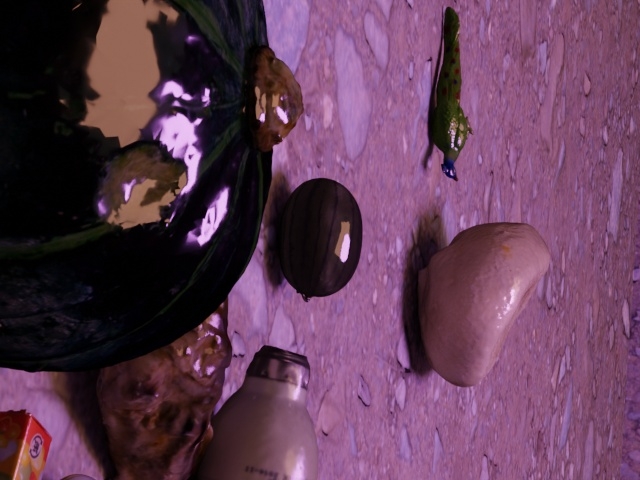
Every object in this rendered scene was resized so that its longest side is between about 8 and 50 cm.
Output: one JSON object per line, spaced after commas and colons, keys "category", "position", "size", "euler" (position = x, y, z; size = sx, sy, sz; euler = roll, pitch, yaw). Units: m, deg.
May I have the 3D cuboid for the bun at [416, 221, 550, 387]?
{"category": "bun", "position": [0.172, 0.062, 1.962], "size": [0.222, 0.127, 0.222], "euler": [-60, 174, -11]}

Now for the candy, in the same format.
{"category": "candy", "position": [-0.197, 0.156, 0.958], "size": [0.038, 0.062, 0.122], "euler": [60, 35, -57]}

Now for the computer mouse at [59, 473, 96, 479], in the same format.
{"category": "computer mouse", "position": [-0.167, 0.248, 1.079], "size": [0.102, 0.044, 0.199], "euler": [52, 43, -61]}

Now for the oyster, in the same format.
{"category": "oyster", "position": [-0.100, 0.084, 1.211], "size": [0.294, 0.094, 0.166], "euler": [81, 12, -45]}

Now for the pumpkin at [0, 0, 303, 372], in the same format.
{"category": "pumpkin", "position": [-0.129, -0.078, 0.876], "size": [0.315, 0.238, 0.315], "euler": [-1, 90, -75]}

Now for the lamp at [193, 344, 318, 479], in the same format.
{"category": "lamp", "position": [-0.055, 0.204, 1.333], "size": [0.101, 0.101, 0.250], "euler": [37, 64, -67]}

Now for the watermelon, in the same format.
{"category": "watermelon", "position": [0.000, 0.000, 1.505], "size": [0.078, 0.078, 0.111], "euler": [13, 80, -71]}

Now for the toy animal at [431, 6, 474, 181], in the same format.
{"category": "toy animal", "position": [0.157, -0.164, 2.011], "size": [0.075, 0.041, 0.217], "euler": [50, 40, -61]}
